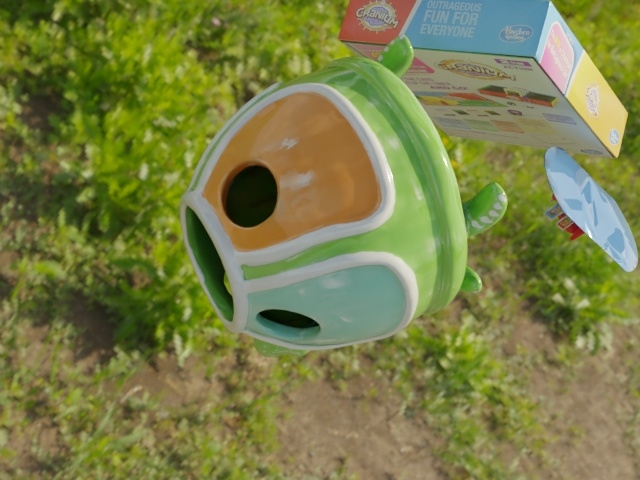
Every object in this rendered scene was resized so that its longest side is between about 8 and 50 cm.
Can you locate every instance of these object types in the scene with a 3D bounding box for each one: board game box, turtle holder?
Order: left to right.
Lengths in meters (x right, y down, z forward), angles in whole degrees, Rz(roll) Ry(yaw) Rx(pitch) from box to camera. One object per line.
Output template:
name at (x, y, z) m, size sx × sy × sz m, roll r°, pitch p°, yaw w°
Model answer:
turtle holder at (-0.006, -0.018, 0.987) m, size 0.227 × 0.320 × 0.243 m, roll -25°, pitch 92°, yaw -18°
board game box at (0.201, -0.191, 1.295) m, size 0.316 × 0.242 × 0.064 m, roll 29°, pitch 76°, yaw -57°
board game box at (0.301, -0.031, 1.272) m, size 0.168 × 0.033 × 0.133 m, roll 40°, pitch 33°, yaw -21°
